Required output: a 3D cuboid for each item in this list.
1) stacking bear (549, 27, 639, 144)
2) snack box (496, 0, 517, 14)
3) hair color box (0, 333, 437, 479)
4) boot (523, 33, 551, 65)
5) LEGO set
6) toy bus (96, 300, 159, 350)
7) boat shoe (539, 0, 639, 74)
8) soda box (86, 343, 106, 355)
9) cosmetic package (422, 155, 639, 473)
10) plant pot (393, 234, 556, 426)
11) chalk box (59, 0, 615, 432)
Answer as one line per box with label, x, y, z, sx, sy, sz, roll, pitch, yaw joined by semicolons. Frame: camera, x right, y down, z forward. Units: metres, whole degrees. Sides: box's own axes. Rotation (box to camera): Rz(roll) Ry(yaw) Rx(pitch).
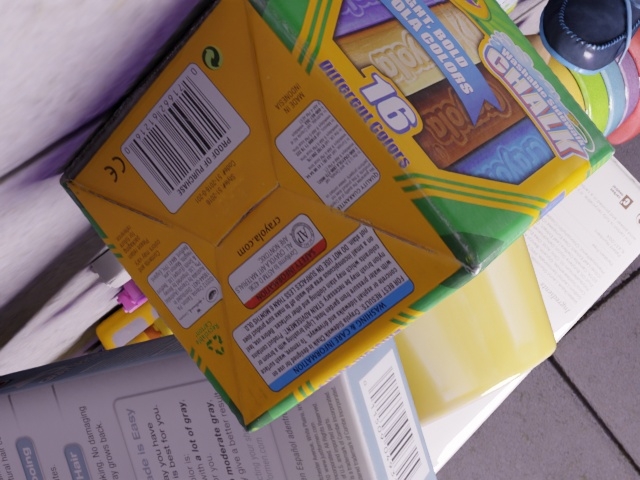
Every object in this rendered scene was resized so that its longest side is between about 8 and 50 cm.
stacking bear;0.276;-0.169;1.481;0.289;0.175;0.164;-27;172;-28
snack box;0.105;-0.173;0.885;0.100;0.037;0.141;-39;176;0
hair color box;-0.117;0.169;0.849;0.374;0.185;0.113;-15;-175;22
boot;0.172;-0.144;1.198;0.236;0.089;0.269;-39;-173;49
LEGO set;-0.142;0.059;0.975;0.093;0.087;0.227;-38;174;-4
toy bus;-0.097;0.079;1.147;0.333;0.130;0.108;-36;176;5
boat shoe;0.295;-0.261;1.196;0.089;0.109;0.258;-53;-178;45
soda box;-0.169;0.130;1.362;0.098;0.091;0.286;-39;175;4
cosmetic package;0.141;0.063;1.154;0.365;0.155;0.197;-45;-176;-7
plant pot;0.062;0.017;0.948;0.254;0.239;0.254;-28;177;-2
chalk box;0.034;-0.052;0.691;0.180;0.179;0.289;-41;174;36
